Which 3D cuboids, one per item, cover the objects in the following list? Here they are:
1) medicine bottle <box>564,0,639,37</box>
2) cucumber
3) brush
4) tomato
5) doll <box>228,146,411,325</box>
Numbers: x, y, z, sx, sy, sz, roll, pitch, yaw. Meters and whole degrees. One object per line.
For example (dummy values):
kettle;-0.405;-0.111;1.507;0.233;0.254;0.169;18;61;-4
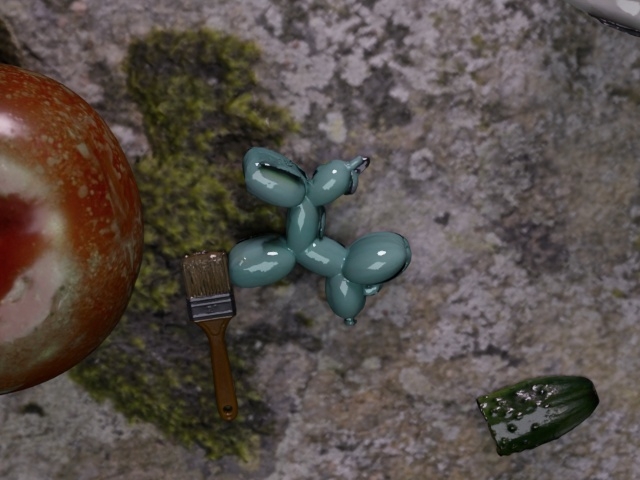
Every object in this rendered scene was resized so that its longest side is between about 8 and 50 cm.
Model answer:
medicine bottle;0.274;-0.297;1.309;0.143;0.143;0.258;15;112;-9
cucumber;0.205;0.160;1.555;0.107;0.035;0.067;-20;111;4
brush;-0.093;0.088;1.521;0.043;0.014;0.170;-8;114;-1
tomato;-0.275;-0.013;1.356;0.270;0.222;0.270;0;102;0
doll;0.000;0.000;1.463;0.158;0.059;0.159;2;111;-3
